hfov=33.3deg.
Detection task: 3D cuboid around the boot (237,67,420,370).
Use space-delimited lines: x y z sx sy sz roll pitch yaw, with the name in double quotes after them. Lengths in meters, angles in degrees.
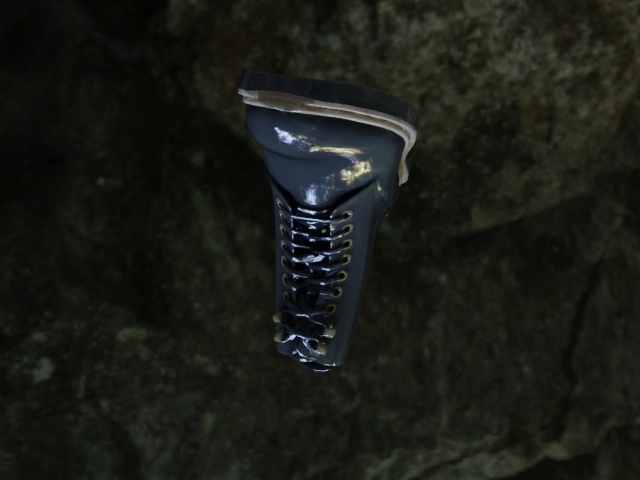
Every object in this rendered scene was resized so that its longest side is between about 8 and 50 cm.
0.000 0.000 0.521 0.198 0.076 0.137 22 -98 -72 "boot"
